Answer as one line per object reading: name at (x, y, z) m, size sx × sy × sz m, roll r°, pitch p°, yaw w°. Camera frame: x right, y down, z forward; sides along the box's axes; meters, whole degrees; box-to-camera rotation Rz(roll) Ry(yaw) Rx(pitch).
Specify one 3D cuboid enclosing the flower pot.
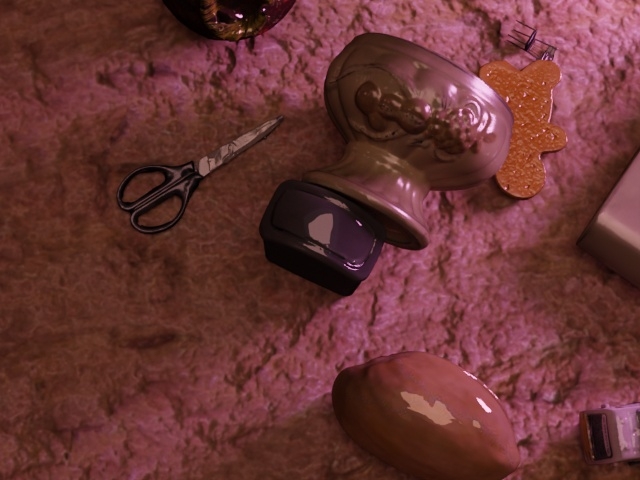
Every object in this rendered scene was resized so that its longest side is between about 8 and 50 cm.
flower pot at (0.119, -0.136, 1.834) m, size 0.307 × 0.307 × 0.244 m, roll 26°, pitch 82°, yaw 3°

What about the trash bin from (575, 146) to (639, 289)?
trash bin at (0.563, -0.016, 1.928) m, size 0.247 × 0.121 × 0.243 m, roll 33°, pitch 78°, yaw 8°

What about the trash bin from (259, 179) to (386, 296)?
trash bin at (0.000, 0.000, 1.830) m, size 0.176 × 0.236 × 0.101 m, roll 24°, pitch 78°, yaw 2°

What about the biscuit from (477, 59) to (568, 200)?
biscuit at (0.322, -0.180, 1.991) m, size 0.158 × 0.035 × 0.240 m, roll 4°, pitch 77°, yaw 0°

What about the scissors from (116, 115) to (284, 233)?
scissors at (-0.184, -0.120, 1.958) m, size 0.300 × 0.022 × 0.109 m, roll -33°, pitch 85°, yaw -11°

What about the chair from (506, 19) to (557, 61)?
chair at (0.350, -0.326, 2.021) m, size 0.086 × 0.042 × 0.037 m, roll 30°, pitch 82°, yaw 4°

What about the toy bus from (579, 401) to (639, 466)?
toy bus at (0.572, 0.281, 1.850) m, size 0.342 × 0.138 × 0.097 m, roll -5°, pitch 80°, yaw -6°

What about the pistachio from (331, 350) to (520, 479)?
pistachio at (0.157, 0.263, 1.821) m, size 0.293 × 0.162 × 0.182 m, roll 25°, pitch 95°, yaw -1°

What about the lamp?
lamp at (-0.141, -0.420, 1.919) m, size 0.247 × 0.247 × 0.247 m, roll 1°, pitch 77°, yaw -3°
